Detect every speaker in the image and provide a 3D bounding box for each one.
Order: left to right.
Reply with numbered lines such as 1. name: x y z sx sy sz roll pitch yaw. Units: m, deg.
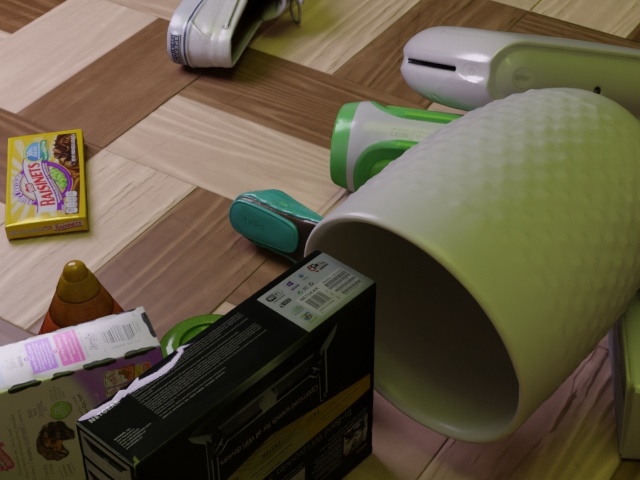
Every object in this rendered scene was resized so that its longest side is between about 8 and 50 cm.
1. speaker: 0.168 -0.105 1.655 0.297 0.131 0.131 9 40 11

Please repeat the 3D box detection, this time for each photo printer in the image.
1. photo printer: 0.274 -0.219 1.697 0.308 0.107 0.256 2 11 -24

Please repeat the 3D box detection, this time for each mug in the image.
1. mug: 0.177 0.017 1.346 0.276 0.374 0.328 48 61 4

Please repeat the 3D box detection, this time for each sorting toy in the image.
1. sorting toy: -0.150 0.089 1.426 0.366 0.126 0.127 7 40 11

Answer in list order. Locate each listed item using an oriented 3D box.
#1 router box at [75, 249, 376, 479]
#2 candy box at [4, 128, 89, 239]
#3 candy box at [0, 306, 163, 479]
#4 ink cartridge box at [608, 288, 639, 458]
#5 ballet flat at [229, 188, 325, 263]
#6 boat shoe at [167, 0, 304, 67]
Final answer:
1. router box: -0.075 0.187 1.211 0.081 0.242 0.309 29 47 32
2. candy box: -0.366 -0.078 1.712 0.105 0.027 0.206 -9 40 -5
3. candy box: -0.255 0.171 1.294 0.196 0.164 0.070 -15 41 -17
4. ink cartridge box: 0.451 0.134 1.365 0.273 0.114 0.197 4 39 5
5. ballet flat: 0.000 0.000 1.571 0.247 0.083 0.087 31 35 30
6. boat shoe: -0.089 -0.389 2.004 0.157 0.135 0.367 15 45 19
